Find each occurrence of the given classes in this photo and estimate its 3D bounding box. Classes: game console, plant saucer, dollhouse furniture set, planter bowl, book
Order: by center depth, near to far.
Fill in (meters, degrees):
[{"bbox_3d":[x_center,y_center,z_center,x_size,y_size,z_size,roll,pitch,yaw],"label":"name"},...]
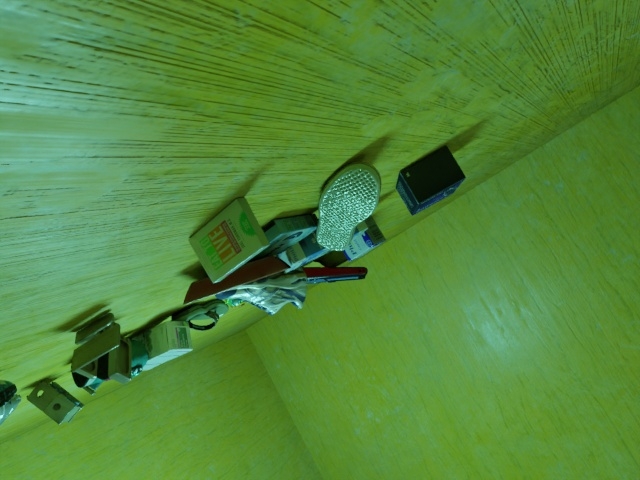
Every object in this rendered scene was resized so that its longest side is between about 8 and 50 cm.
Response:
[{"bbox_3d":[-0.162,0.002,0.842,0.144,0.096,0.035,-35,170,32],"label":"book"},{"bbox_3d":[-0.464,0.242,1.102,0.123,0.144,0.151,-31,135,8],"label":"dollhouse furniture set"},{"bbox_3d":[-0.207,0.093,1.221,0.258,0.047,0.259,-19,177,-3],"label":"plant saucer"},{"bbox_3d":[-0.773,0.449,1.472,0.183,0.129,0.129,-52,180,-23],"label":"dollhouse furniture set"},{"bbox_3d":[0.063,0.054,1.917,0.217,0.090,0.217,-29,172,-5],"label":"planter bowl"},{"bbox_3d":[0.016,0.147,1.929,0.342,0.060,0.386,0,173,4],"label":"game console"}]

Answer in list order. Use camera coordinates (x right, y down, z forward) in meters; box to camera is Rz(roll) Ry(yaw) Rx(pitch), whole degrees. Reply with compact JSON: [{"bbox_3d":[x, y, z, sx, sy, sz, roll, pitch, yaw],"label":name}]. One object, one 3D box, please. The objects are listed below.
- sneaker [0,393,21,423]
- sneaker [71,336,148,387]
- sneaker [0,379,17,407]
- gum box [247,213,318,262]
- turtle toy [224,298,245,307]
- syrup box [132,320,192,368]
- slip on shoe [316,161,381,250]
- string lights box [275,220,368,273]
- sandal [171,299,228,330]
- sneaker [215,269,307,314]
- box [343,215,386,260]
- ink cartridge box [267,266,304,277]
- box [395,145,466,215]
[{"bbox_3d":[-0.914,0.500,1.258,0.281,0.105,0.115,-32,171,12],"label":"sneaker"},{"bbox_3d":[-0.572,0.340,1.364,0.295,0.123,0.178,-26,170,39],"label":"sneaker"},{"bbox_3d":[-0.775,0.358,1.051,0.191,0.071,0.083,-18,174,-19],"label":"sneaker"},{"bbox_3d":[-0.107,-0.005,1.174,0.157,0.041,0.184,-34,171,29],"label":"gum box"},{"bbox_3d":[-0.284,0.201,1.713,0.130,0.066,0.095,-25,171,-28],"label":"turtle toy"},{"bbox_3d":[-0.520,0.337,1.504,0.237,0.093,0.096,-27,156,28],"label":"syrup box"},{"bbox_3d":[0.058,-0.086,1.088,0.331,0.123,0.101,110,-3,-64],"label":"slip on shoe"},{"bbox_3d":[0.000,0.000,1.432,0.260,0.076,0.133,-26,172,-21],"label":"string lights box"},{"bbox_3d":[-0.412,0.273,1.642,0.120,0.086,0.303,-31,171,12],"label":"sandal"},{"bbox_3d":[-0.175,0.169,1.441,0.296,0.131,0.112,-4,-172,-22],"label":"sneaker"},{"bbox_3d":[0.125,-0.017,1.580,0.072,0.126,0.137,-23,169,-43],"label":"box"},{"bbox_3d":[-0.164,0.128,1.609,0.208,0.087,0.153,-29,171,0],"label":"ink cartridge box"},{"bbox_3d":[0.313,-0.167,1.380,0.153,0.108,0.207,-29,172,3],"label":"box"}]
